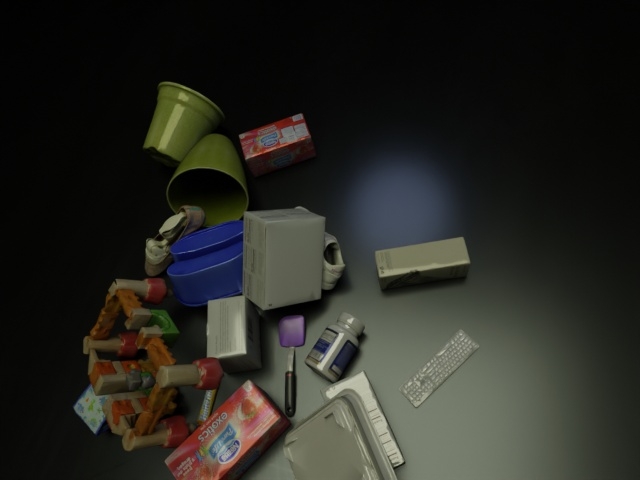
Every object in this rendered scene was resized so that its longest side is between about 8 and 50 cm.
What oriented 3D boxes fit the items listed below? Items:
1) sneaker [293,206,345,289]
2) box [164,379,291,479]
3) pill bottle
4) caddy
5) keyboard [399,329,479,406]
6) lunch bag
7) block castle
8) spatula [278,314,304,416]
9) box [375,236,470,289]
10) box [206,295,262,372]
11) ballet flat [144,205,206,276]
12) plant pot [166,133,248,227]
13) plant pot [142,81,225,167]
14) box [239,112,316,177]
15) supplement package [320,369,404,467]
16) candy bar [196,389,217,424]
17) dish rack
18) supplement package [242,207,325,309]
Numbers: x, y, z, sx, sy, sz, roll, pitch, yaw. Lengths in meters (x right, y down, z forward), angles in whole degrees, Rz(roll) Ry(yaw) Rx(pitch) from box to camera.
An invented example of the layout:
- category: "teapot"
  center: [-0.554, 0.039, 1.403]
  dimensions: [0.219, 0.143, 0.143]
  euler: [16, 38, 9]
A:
- category: "sneaker"
  center: [0.000, 0.000, 1.523]
  dimensions: [0.114, 0.152, 0.305]
  euler: [-9, 61, -34]
- category: "box"
  center: [-0.244, 0.551, 1.288]
  dimensions: [0.300, 0.154, 0.142]
  euler: [-42, 64, -13]
- category: "pill bottle"
  center: [0.048, 0.310, 1.379]
  dimensions: [0.112, 0.112, 0.187]
  euler: [29, 71, 23]
- category: "caddy"
  center: [-0.332, 0.085, 1.538]
  dimensions: [0.341, 0.179, 0.241]
  euler: [-18, 39, 2]
- category: "keyboard"
  center: [0.341, 0.364, 1.350]
  dimensions: [0.256, 0.014, 0.072]
  euler: [-40, 63, -11]
- category: "lunch bag"
  center: [-0.654, 0.492, 1.429]
  dimensions: [0.128, 0.096, 0.151]
  euler: [33, 63, 24]
- category: "block castle"
  center: [-0.477, 0.341, 1.347]
  dimensions: [0.453, 0.212, 0.303]
  euler: [41, 108, 38]
- category: "spatula"
  center: [-0.091, 0.374, 1.419]
  dimensions: [0.084, 0.030, 0.297]
  euler: [-4, 62, 10]
- category: "box"
  center: [0.311, 0.073, 1.454]
  dimensions: [0.275, 0.113, 0.094]
  euler: [-10, 62, 7]
- category: "box"
  center: [-0.256, 0.285, 1.412]
  dimensions: [0.119, 0.182, 0.181]
  euler: [-9, 62, 4]
- category: "ballet flat"
  center: [-0.525, -0.005, 1.598]
  dimensions: [0.316, 0.106, 0.107]
  euler: [-49, 67, 11]
- category: "plant pot"
  center: [-0.389, -0.243, 1.694]
  dimensions: [0.274, 0.275, 0.294]
  euler: [-10, 46, 6]
- category: "plant pot"
  center: [-0.548, -0.422, 1.814]
  dimensions: [0.276, 0.276, 0.254]
  euler: [19, 79, 19]
- category: "box"
  center: [-0.160, -0.354, 1.761]
  dimensions: [0.256, 0.123, 0.128]
  euler: [-19, 60, 1]
- category: "supplement package"
  center: [0.114, 0.497, 1.254]
  dimensions: [0.133, 0.139, 0.244]
  euler: [-24, 62, -1]
- category: "candy bar"
  center: [-0.336, 0.476, 1.420]
  dimensions: [0.040, 0.018, 0.162]
  euler: [6, 63, 14]
- category: "dish rack"
  center: [0.025, 0.555, 1.159]
  dimensions: [0.333, 0.072, 0.286]
  euler: [-48, 53, 35]
- category: "supplement package"
  center: [-0.111, 0.048, 1.411]
  dimensions: [0.204, 0.262, 0.145]
  euler: [-7, 18, -34]
